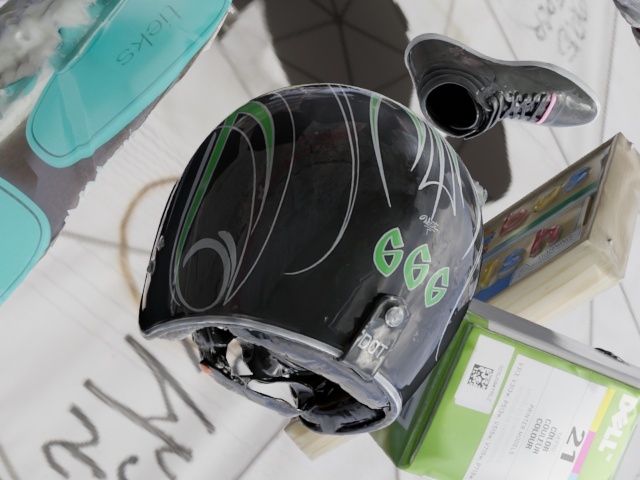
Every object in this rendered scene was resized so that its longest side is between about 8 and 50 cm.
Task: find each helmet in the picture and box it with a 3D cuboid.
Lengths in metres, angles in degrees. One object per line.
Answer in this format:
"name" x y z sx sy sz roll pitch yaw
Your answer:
"helmet" 0.000 0.000 0.499 0.169 0.169 0.161 -2 -124 35

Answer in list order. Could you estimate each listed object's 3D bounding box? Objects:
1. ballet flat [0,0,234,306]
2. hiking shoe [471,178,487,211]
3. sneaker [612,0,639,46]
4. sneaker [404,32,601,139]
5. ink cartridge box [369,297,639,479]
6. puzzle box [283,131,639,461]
"ballet flat" -0.221 -0.065 0.664 0.409 0.147 0.147 -49 -139 -13
"hiking shoe" 0.118 -0.035 1.202 0.086 0.227 0.114 -8 -108 51
"sneaker" 0.348 -0.234 0.996 0.103 0.252 0.111 -69 -178 -48
"sneaker" 0.257 -0.187 1.384 0.147 0.296 0.104 -83 -168 -47
"ink cartridge box" 0.153 0.113 0.648 0.097 0.255 0.189 -67 -165 3
"puzzle box" 0.155 0.059 1.052 0.409 0.052 0.272 -37 -173 33
